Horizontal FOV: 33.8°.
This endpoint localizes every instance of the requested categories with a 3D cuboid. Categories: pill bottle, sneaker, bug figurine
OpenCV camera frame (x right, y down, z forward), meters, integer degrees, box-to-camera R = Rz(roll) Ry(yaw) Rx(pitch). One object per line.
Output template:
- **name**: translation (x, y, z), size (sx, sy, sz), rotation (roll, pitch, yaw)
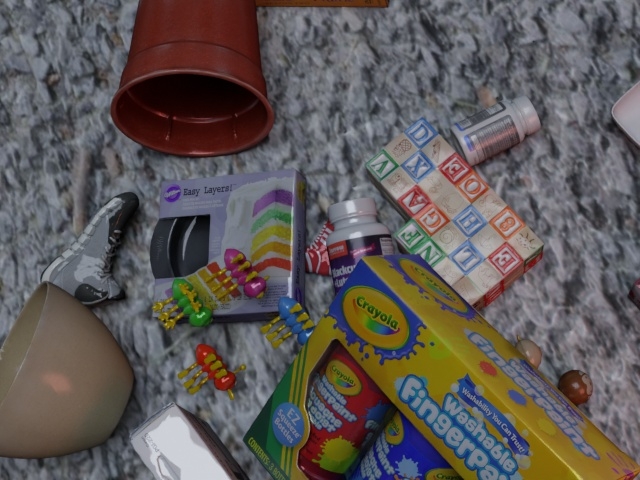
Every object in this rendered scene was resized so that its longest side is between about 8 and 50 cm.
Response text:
- **pill bottle**: translation (0.068, 0.033, 1.704), size (0.108, 0.108, 0.194), rotation (-12, 82, 6)
- **sneaker**: translation (0.000, 0.000, 1.776), size (0.067, 0.042, 0.118), rotation (3, 76, 7)
- **bug figurine**: translation (-0.130, 0.127, 1.658), size (0.279, 0.072, 0.216), rotation (-30, 97, 31)
- **pill bottle**: translation (0.293, -0.186, 1.765), size (0.137, 0.078, 0.078), rotation (-26, 71, 1)
- **sneaker**: translation (-0.363, 0.035, 1.812), size (0.132, 0.086, 0.229), rotation (44, 94, 13)

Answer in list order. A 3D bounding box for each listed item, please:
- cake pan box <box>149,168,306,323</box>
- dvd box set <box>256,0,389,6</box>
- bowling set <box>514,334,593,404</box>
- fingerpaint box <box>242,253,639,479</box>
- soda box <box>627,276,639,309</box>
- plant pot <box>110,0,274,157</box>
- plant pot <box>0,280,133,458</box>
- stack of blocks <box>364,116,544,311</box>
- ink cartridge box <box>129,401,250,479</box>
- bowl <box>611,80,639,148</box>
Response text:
- **cake pan box**: translation (-0.154, 0.012, 1.766), size (0.266, 0.070, 0.246), rotation (-3, 72, 19)
- **dvd box set**: translation (-0.071, -0.581, 1.955), size (0.420, 0.062, 0.308), rotation (2, 74, 10)
- **bowling set**: translation (0.312, 0.218, 1.599), size (0.199, 0.154, 0.287), rotation (-21, 71, 3)
- **fingerpaint box**: translation (0.146, 0.298, 1.476), size (0.445, 0.163, 0.371), rotation (46, 117, 28)
- **soda box**: translation (0.608, 0.025, 1.641), size (0.263, 0.092, 0.083), rotation (-39, 71, -3)
- **plant pot**: translation (-0.213, -0.324, 1.808), size (0.272, 0.272, 0.265), rotation (-4, 65, 8)
- **plant pot**: translation (-0.412, 0.230, 1.680), size (0.191, 0.284, 0.284), rotation (26, 77, -20)
- **stack of blocks**: translation (0.202, -0.035, 1.729), size (0.171, 0.087, 0.297), rotation (-39, 71, -3)
- **ink cartridge box**: translation (-0.188, 0.347, 1.609), size (0.092, 0.218, 0.158), rotation (-39, 72, -4)
- **bowl**: translation (0.568, -0.200, 1.737), size (0.142, 0.053, 0.142), rotation (-40, 70, -4)
